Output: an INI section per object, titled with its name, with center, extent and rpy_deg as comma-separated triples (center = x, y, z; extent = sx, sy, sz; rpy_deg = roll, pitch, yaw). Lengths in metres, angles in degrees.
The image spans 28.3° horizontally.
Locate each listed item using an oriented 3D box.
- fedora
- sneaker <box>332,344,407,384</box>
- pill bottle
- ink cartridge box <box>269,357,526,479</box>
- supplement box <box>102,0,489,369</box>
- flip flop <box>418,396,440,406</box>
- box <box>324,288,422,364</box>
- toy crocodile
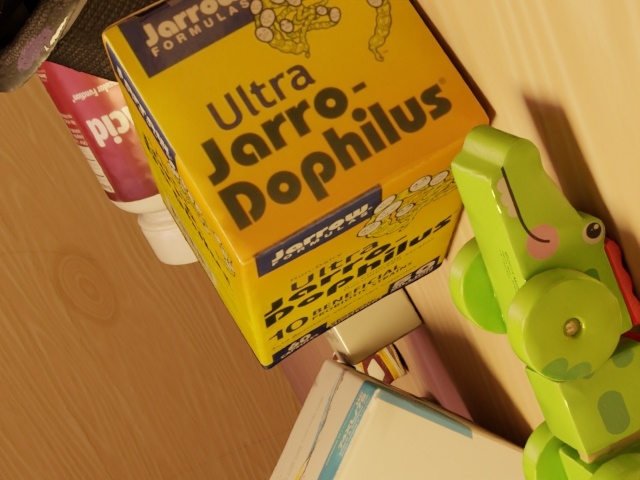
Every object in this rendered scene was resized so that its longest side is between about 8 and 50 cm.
[fedora]
center = -0.213, -0.277, 1.305
extent = 0.152, 0.334, 0.334
rpy_deg = 28, -173, -27
[sneaker]
center = 0.043, 0.148, 1.721
extent = 0.069, 0.084, 0.185
rpy_deg = 63, 170, -26
[pill bottle]
center = -0.226, -0.177, 1.698
extent = 0.392, 0.224, 0.224
rpy_deg = 63, 171, -23
[ink cartridge box]
center = 0.075, 0.258, 1.301
extent = 0.198, 0.197, 0.270
rpy_deg = 24, 177, -10
[supplement box]
center = -0.017, -0.057, 0.993
extent = 0.195, 0.194, 0.356
rpy_deg = 58, 172, 15
[flip flop]
center = 0.138, 0.282, 1.698
extent = 0.112, 0.080, 0.277
rpy_deg = 61, 158, 25
[box]
center = 0.000, 0.000, 1.432
extent = 0.275, 0.094, 0.113
rpy_deg = 60, 172, -1
[toy crocodile]
center = 0.168, 0.083, 0.782
extent = 0.340, 0.105, 0.115
rpy_deg = 66, 170, -15
